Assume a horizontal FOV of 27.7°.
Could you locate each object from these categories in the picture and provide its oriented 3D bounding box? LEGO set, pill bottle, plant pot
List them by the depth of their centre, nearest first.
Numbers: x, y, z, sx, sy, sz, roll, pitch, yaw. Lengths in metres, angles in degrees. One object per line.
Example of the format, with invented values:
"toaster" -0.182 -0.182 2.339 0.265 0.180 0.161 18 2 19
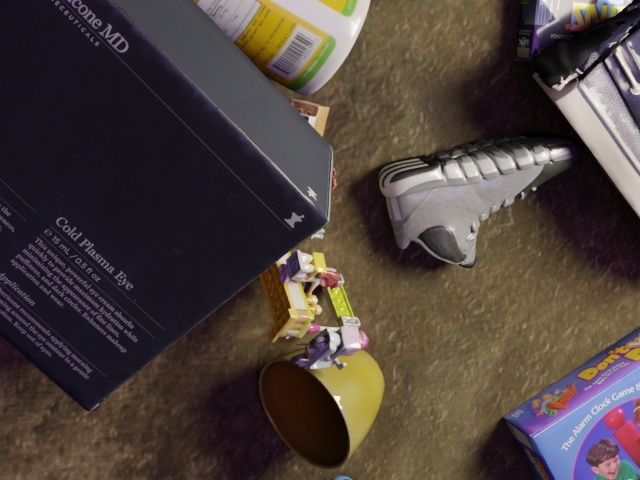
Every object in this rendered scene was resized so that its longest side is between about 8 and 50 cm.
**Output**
"pill bottle" -0.085 -0.258 1.284 0.246 0.136 0.136 28 91 -19
"LEGO set" 0.000 0.000 1.377 0.107 0.132 0.287 7 70 -34
"plant pot" 0.014 0.165 1.406 0.095 0.134 0.134 -32 109 -36

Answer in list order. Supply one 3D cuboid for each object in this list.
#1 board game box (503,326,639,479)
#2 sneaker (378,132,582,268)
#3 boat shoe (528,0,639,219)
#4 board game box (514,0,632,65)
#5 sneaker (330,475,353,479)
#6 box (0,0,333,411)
"board game box" 0.423 0.221 1.554 0.347 0.078 0.233 -31 107 -9
"sneaker" 0.182 -0.039 1.441 0.229 0.086 0.132 -11 108 -4
"boat shoe" 0.385 -0.111 1.428 0.158 0.127 0.340 -37 119 11
"board game box" 0.308 -0.265 1.449 0.170 0.048 0.141 1 99 -17
"sneaker" 0.068 0.347 1.469 0.067 0.078 0.188 -42 110 -6
"box" -0.213 -0.076 1.202 0.312 0.179 0.343 -37 110 19
